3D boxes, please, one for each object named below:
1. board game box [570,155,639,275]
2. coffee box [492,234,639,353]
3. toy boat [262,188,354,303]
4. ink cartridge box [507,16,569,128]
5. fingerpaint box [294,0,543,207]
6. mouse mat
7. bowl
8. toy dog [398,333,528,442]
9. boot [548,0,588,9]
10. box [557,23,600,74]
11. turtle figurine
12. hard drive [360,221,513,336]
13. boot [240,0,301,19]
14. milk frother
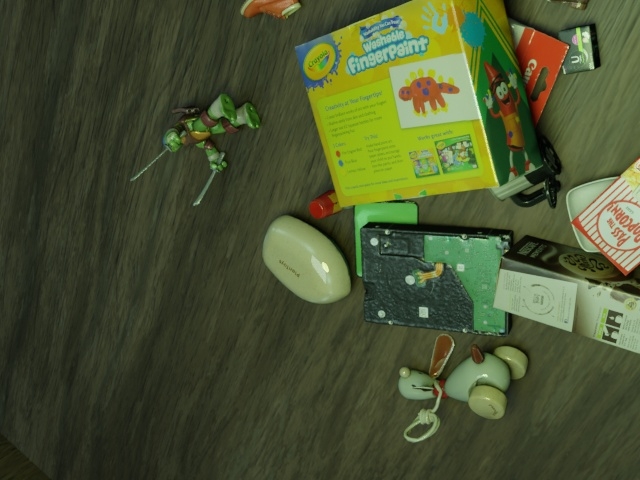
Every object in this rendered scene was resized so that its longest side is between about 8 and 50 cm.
[{"bbox_3d":[0.595,-0.051,1.499,0.147,0.045,0.193,46,125,11],"label":"board game box"},{"bbox_3d":[0.518,0.099,1.593,0.297,0.168,0.119,17,115,27],"label":"coffee box"},{"bbox_3d":[0.000,0.000,1.923,0.267,0.148,0.318,40,131,21],"label":"toy boat"},{"bbox_3d":[0.348,-0.346,1.581,0.232,0.066,0.189,40,128,35],"label":"ink cartridge box"},{"bbox_3d":[0.187,-0.281,1.614,0.444,0.163,0.371,-6,104,51],"label":"fingerpaint box"},{"bbox_3d":[0.154,0.000,1.859,0.152,0.007,0.190,1,107,10],"label":"mouse mat"},{"bbox_3d":[0.570,-0.057,1.575,0.142,0.053,0.142,-14,100,35],"label":"bowl"},{"bbox_3d":[0.295,0.302,1.804,0.333,0.220,0.161,-24,115,27],"label":"toy dog"},{"bbox_3d":[0.467,-0.501,1.492,0.106,0.037,0.114,19,120,12],"label":"boot"},{"bbox_3d":[0.492,-0.364,1.516,0.062,0.052,0.083,-4,105,33],"label":"box"},{"bbox_3d":[-0.286,-0.232,1.981,0.266,0.275,0.198,-26,126,32],"label":"turtle figurine"},{"bbox_3d":[0.260,0.083,1.793,0.338,0.064,0.237,3,108,24],"label":"hard drive"},{"bbox_3d":[-0.116,-0.540,1.844,0.158,0.059,0.085,-20,100,35],"label":"boot"},{"bbox_3d":[0.410,-0.115,1.601,0.134,0.143,0.129,-28,98,34],"label":"milk frother"}]
